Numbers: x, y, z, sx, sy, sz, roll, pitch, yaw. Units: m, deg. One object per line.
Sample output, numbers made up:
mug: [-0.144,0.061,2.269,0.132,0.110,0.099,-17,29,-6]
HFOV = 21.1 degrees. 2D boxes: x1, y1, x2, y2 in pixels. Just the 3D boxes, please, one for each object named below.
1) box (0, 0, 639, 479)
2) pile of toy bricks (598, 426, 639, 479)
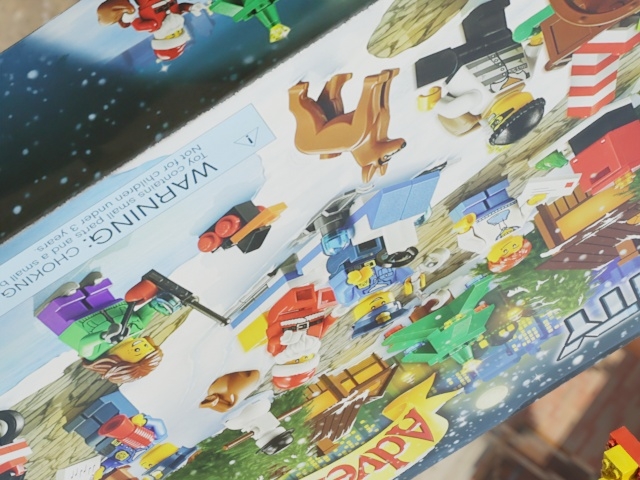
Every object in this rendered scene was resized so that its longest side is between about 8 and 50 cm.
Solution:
box: [0.000,0.000,0.374,0.233,0.044,0.159,-33,144,3]
pile of toy bricks: [0.176,0.200,0.810,0.105,0.212,0.118,-25,139,-19]
